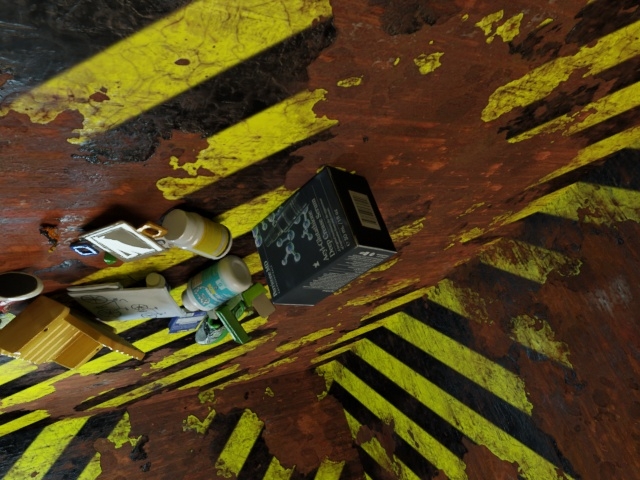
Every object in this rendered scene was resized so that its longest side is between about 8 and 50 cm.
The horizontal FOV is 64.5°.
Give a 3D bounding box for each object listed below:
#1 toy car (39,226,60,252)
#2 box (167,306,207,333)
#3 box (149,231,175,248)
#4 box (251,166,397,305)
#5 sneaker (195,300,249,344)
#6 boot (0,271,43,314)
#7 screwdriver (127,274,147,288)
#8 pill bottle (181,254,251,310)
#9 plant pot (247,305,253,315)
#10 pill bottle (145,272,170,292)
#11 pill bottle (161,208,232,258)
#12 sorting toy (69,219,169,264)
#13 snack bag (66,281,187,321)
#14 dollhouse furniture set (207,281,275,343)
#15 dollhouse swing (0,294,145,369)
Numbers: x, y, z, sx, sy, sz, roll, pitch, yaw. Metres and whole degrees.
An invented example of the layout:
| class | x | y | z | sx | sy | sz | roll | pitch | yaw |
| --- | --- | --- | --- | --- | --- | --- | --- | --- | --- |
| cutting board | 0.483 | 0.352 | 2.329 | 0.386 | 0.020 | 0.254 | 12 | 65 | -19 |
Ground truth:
| class | x | y | z | sx | sy | sz | roll | pitch | yaw |
| --- | --- | --- | --- | --- | --- | --- | --- | --- | --- |
| toy car | -0.756 | -0.010 | 1.421 | 0.122 | 0.060 | 0.040 | -25 | -154 | 53 |
| box | -0.600 | 0.356 | 2.287 | 0.137 | 0.036 | 0.225 | -2 | 148 | -34 |
| box | -0.517 | 0.002 | 1.617 | 0.136 | 0.028 | 0.081 | -12 | 155 | -12 |
| box | 0.000 | 0.000 | 1.679 | 0.212 | 0.293 | 0.396 | 10 | 142 | -47 |
| sneaker | -0.471 | 0.361 | 2.262 | 0.343 | 0.134 | 0.146 | -46 | 163 | 31 |
| boot | -0.962 | 0.173 | 1.575 | 0.245 | 0.088 | 0.176 | -9 | 155 | -5 |
| screwdriver | -0.661 | 0.155 | 1.850 | 0.024 | 0.025 | 0.169 | -20 | 147 | 1 |
| pill bottle | -0.401 | 0.172 | 1.916 | 0.264 | 0.146 | 0.146 | -31 | 154 | 22 |
| plant pot | -0.341 | 0.300 | 2.313 | 0.084 | 0.079 | 0.083 | -16 | 155 | -8 |
| pill bottle | -0.592 | 0.161 | 1.845 | 0.067 | 0.067 | 0.120 | -16 | 156 | -8 |
| pill bottle | -0.379 | -0.019 | 1.564 | 0.119 | 0.119 | 0.208 | -28 | 155 | 18 |
| sorting toy | -0.568 | -0.004 | 1.482 | 0.348 | 0.047 | 0.196 | -14 | 147 | 28 |
| snack bag | -0.694 | 0.226 | 1.860 | 0.343 | 0.037 | 0.323 | -3 | 153 | -1 |
| dollhouse furniture set | -0.311 | 0.277 | 2.003 | 0.198 | 0.151 | 0.302 | -38 | -170 | -23 |
| dollhouse swing | -0.869 | 0.395 | 1.793 | 0.315 | 0.305 | 0.346 | -44 | 159 | -11 |
